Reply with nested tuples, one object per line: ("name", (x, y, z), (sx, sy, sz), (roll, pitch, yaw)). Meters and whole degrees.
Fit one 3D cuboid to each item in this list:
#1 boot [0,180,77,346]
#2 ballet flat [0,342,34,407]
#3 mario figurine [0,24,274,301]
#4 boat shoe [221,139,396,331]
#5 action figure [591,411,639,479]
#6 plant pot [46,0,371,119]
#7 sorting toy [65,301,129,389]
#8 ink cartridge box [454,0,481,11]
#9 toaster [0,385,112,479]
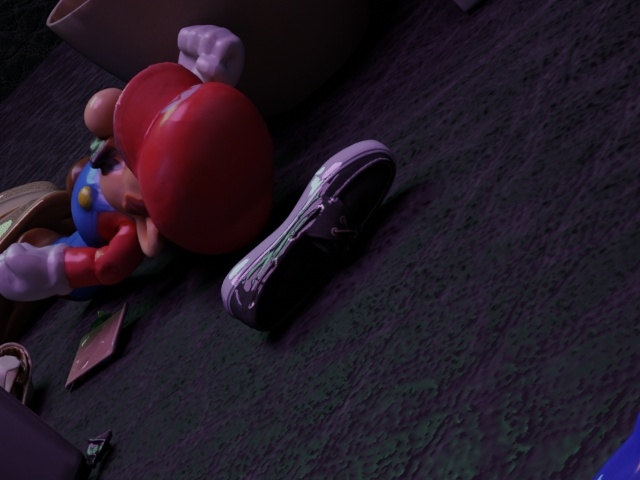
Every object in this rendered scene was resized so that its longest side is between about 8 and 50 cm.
("boot", (-0.335, 0.041, 1.357), (0.262, 0.095, 0.203), (-45, 19, -8))
("ballet flat", (-0.249, 0.127, 1.051), (0.168, 0.057, 0.052), (-97, 20, -67))
("mario figurine", (-0.156, -0.058, 1.073), (0.320, 0.170, 0.198), (-26, 64, 58))
("boat shoe", (0.000, 0.000, 0.856), (0.142, 0.049, 0.040), (-47, 38, -4))
("action figure", (0.130, 0.015, 0.427), (0.280, 0.139, 0.091), (-38, 21, 10))
("plant pot", (-0.066, -0.216, 1.207), (0.284, 0.191, 0.284), (-39, 19, 16))
("sorting toy", (-0.166, 0.074, 1.076), (0.062, 0.012, 0.083), (-40, 22, 27))
("ink cartridge box", (0.110, -0.280, 1.082), (0.127, 0.128, 0.176), (-39, 21, 14))
("toaster", (-0.235, 0.181, 0.845), (0.168, 0.110, 0.185), (-35, 21, 21))
